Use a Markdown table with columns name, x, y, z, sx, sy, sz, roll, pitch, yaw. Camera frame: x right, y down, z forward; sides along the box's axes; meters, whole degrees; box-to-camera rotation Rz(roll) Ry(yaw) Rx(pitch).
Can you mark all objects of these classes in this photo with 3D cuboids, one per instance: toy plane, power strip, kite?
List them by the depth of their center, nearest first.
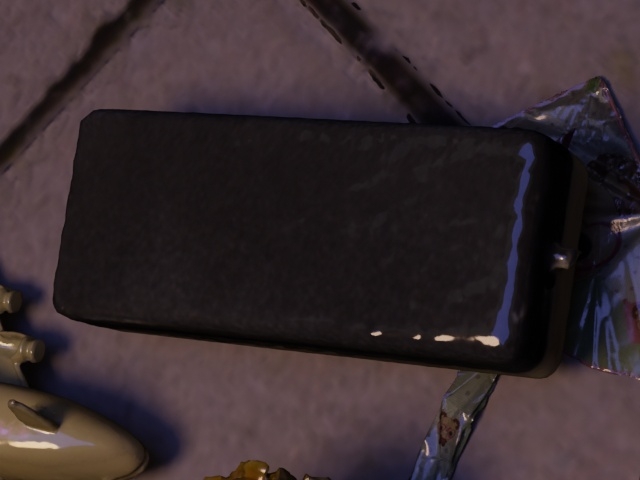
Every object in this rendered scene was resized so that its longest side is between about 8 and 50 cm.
| name | x | y | z | sx | sy | sz | roll | pitch | yaw |
| --- | --- | --- | --- | --- | --- | --- | --- | --- | --- |
| kite | 0.083 | 0.040 | 0.773 | 0.229 | 0.012 | 0.250 | 22 | 88 | 28 |
| power strip | 0.000 | 0.000 | 0.779 | 0.256 | 0.070 | 0.105 | 5 | 83 | 30 |
| toy plane | -0.199 | 0.088 | 0.847 | 0.244 | 0.092 | 0.229 | 4 | 65 | 28 |

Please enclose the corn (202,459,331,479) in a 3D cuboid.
| name | x | y | z | sx | sy | sz | roll | pitch | yaw |
| --- | --- | --- | --- | --- | --- | --- | --- | --- | --- |
| corn | -0.068 | 0.282 | 0.713 | 0.144 | 0.144 | 0.387 | 17 | 80 | 27 |
